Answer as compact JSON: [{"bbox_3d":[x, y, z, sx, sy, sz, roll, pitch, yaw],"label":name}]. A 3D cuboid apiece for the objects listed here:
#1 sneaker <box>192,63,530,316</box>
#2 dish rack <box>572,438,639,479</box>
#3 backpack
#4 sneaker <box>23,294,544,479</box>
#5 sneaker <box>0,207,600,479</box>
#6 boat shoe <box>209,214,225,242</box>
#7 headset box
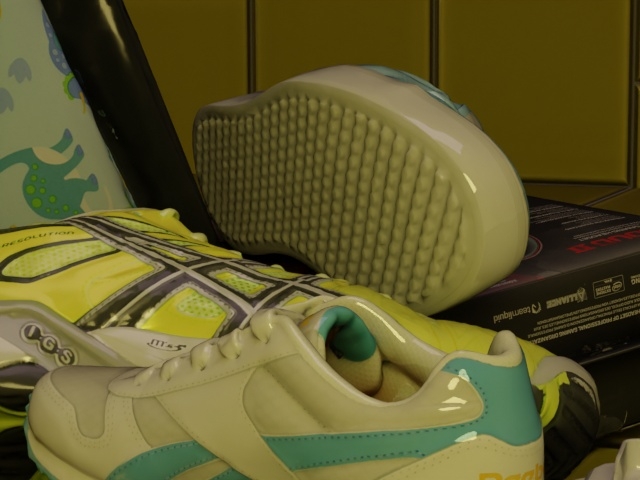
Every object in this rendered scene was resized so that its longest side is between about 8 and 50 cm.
[{"bbox_3d":[0.046,-0.052,0.978,0.150,0.135,0.366,-19,17,-20],"label":"sneaker"},{"bbox_3d":[0.199,0.140,0.631,0.285,0.072,0.333,1,6,15],"label":"dish rack"},{"bbox_3d":[-0.261,-0.031,0.991,0.355,0.290,0.273,-21,9,-5],"label":"backpack"},{"bbox_3d":[-0.017,0.065,0.636,0.228,0.092,0.087,7,11,33],"label":"sneaker"},{"bbox_3d":[-0.053,0.048,0.826,0.384,0.145,0.147,7,50,-3],"label":"sneaker"},{"bbox_3d":[-0.212,0.031,1.284,0.342,0.123,0.123,-5,8,-33],"label":"boat shoe"},{"bbox_3d":[0.098,0.050,1.065,0.218,0.110,0.293,-13,14,-28],"label":"headset box"}]
